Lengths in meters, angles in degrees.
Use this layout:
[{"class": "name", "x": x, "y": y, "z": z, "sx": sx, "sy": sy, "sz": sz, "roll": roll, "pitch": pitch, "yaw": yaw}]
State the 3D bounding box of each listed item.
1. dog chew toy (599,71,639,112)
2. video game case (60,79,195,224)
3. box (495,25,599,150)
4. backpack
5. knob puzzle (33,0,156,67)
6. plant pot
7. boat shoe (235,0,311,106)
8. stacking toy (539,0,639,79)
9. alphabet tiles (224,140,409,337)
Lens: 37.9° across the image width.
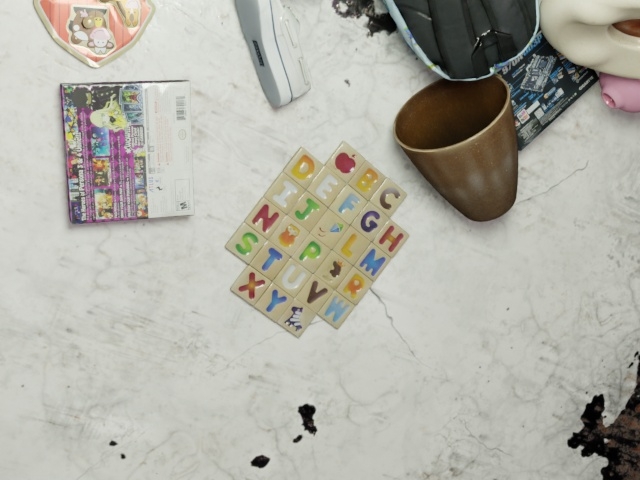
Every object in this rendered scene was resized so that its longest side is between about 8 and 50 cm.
[{"class": "dog chew toy", "x": 0.668, "y": -0.370, "z": 1.774, "sx": 0.332, "sy": 0.206, "sz": 0.207, "roll": -40, "pitch": 113, "yaw": -7}, {"class": "video game case", "x": -0.318, "y": -0.149, "z": 1.552, "sx": 0.210, "sy": 0.042, "sz": 0.232, "roll": -6, "pitch": 105, "yaw": -19}, {"class": "box", "x": 0.404, "y": -0.307, "z": 1.777, "sx": 0.220, "sy": 0.051, "sz": 0.175, "roll": -43, "pitch": 114, "yaw": -6}, {"class": "backpack", "x": 0.229, "y": -0.448, "z": 1.574, "sx": 0.290, "sy": 0.273, "sz": 0.356, "roll": -27, "pitch": 96, "yaw": 4}, {"class": "knob puzzle", "x": -0.358, "y": -0.374, "z": 1.488, "sx": 0.213, "sy": 0.030, "sz": 0.213, "roll": -5, "pitch": 105, "yaw": -19}, {"class": "plant pot", "x": 0.273, "y": -0.150, "z": 1.700, "sx": 0.215, "sy": 0.215, "sz": 0.230, "roll": -37, "pitch": 127, "yaw": -8}, {"class": "boat shoe", "x": -0.077, "y": -0.357, "z": 1.568, "sx": 0.084, "sy": 0.095, "sz": 0.258, "roll": -28, "pitch": 126, "yaw": -22}, {"class": "stacking toy", "x": 0.579, "y": -0.538, "z": 1.561, "sx": 0.350, "sy": 0.350, "sz": 0.480, "roll": 17, "pitch": 81, "yaw": -23}, {"class": "alphabet tiles", "x": 0.000, "y": 0.000, "z": 1.726, "sx": 0.285, "sy": 0.011, "sz": 0.343, "roll": 38, "pitch": 88, "yaw": -24}]
